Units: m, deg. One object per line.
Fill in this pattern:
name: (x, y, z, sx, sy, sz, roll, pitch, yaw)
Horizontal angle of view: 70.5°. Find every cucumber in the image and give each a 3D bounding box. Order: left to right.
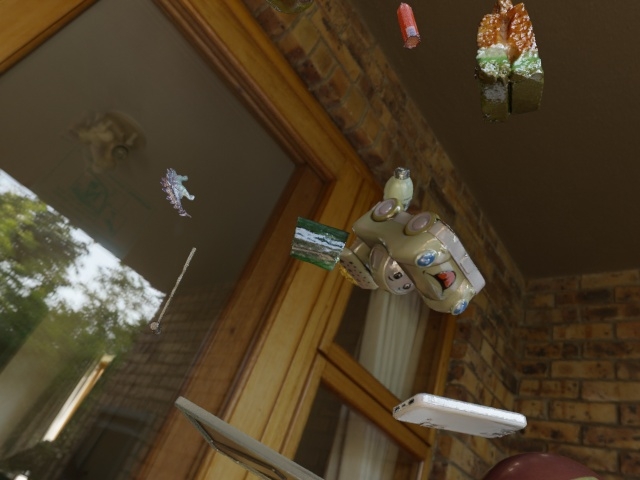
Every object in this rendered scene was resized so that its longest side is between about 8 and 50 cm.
cucumber: (0.000, 0.000, 0.916, 0.115, 0.116, 0.062, 18, -63, -3)

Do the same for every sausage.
sausage: (0.238, -0.598, 1.247, 0.048, 0.145, 0.050, -5, -22, -10)

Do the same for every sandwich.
sandwich: (0.360, -0.327, 0.865, 0.109, 0.212, 0.292, 0, -17, 23)

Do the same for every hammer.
hammer: (-0.445, 0.147, 1.389, 0.029, 0.292, 0.058, 19, -28, -1)

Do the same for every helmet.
helmet: (0.398, 0.536, 0.855, 0.385, 0.230, 0.337, -5, -53, -18)

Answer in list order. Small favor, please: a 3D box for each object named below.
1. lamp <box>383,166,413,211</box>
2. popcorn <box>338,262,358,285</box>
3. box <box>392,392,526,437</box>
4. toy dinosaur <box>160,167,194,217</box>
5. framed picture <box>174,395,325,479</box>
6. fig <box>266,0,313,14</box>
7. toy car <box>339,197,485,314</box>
lamp: (0.266, -0.152, 1.565, 0.101, 0.101, 0.250, 15, -41, 13)
popcorn: (0.167, 0.087, 1.782, 0.198, 0.197, 0.155, -1, -52, 31)
box: (0.321, 0.412, 1.056, 0.285, 0.044, 0.142, 16, -37, -13)
toy dinosaur: (-0.362, -0.123, 1.142, 0.039, 0.209, 0.082, -40, -37, 12)
framed picture: (-0.088, 0.362, 0.725, 0.290, 0.020, 0.211, 18, -38, 24)
fig: (-0.085, -0.594, 1.013, 0.166, 0.154, 0.144, 15, -74, -19)
toy car: (0.215, 0.056, 1.168, 0.242, 0.226, 0.336, 50, -6, -29)
